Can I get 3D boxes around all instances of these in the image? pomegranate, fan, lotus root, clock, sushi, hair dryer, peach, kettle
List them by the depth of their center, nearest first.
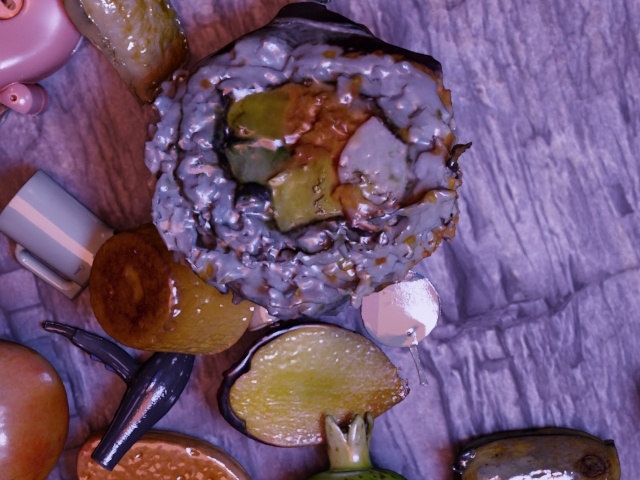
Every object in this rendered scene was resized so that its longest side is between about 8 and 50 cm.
[{"bbox_3d":[-0.018,-0.092,1.251,0.417,0.176,0.418,-1,65,3],"label":"sushi"},{"bbox_3d":[-0.405,-0.308,1.298,0.227,0.142,0.241,29,92,-5],"label":"clock"},{"bbox_3d":[-0.453,0.243,1.321,0.229,0.270,0.252,29,89,2],"label":"pomegranate"},{"bbox_3d":[-0.355,-0.003,1.375,0.148,0.098,0.127,39,90,-10],"label":"kettle"},{"bbox_3d":[0.046,0.368,1.401,0.211,0.211,0.263,-3,75,-2],"label":"pomegranate"},{"bbox_3d":[-0.303,0.183,1.410,0.219,0.075,0.195,32,67,11],"label":"hair dryer"},{"bbox_3d":[-0.011,0.190,1.420,0.279,0.068,0.189,8,111,-24],"label":"peach"},{"bbox_3d":[0.299,0.326,1.432,0.241,0.124,0.123,-2,98,0],"label":"lotus root"},{"bbox_3d":[0.123,0.126,1.455,0.113,0.005,0.175,-18,99,1],"label":"fan"}]

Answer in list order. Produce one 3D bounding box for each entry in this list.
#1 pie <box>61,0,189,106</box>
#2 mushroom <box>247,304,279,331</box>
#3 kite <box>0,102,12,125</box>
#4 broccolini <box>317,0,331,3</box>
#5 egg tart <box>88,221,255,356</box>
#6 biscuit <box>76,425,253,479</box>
[{"bbox_3d":[-0.254,-0.301,1.288,0.128,0.068,0.282,-54,134,-28],"label":"pie"},{"bbox_3d":[0.000,0.000,1.370,0.285,0.156,0.151,-30,80,10],"label":"mushroom"},{"bbox_3d":[-0.466,-0.291,1.371,0.335,0.011,0.314,-5,99,-2],"label":"kite"},{"bbox_3d":[-0.005,-0.423,1.360,0.042,0.044,0.218,-3,93,14],"label":"broccolini"},{"bbox_3d":[-0.195,0.057,1.327,0.202,0.147,0.203,2,93,31],"label":"egg tart"},{"bbox_3d":[-0.261,0.486,1.461,0.349,0.078,0.455,34,95,-3],"label":"biscuit"}]
